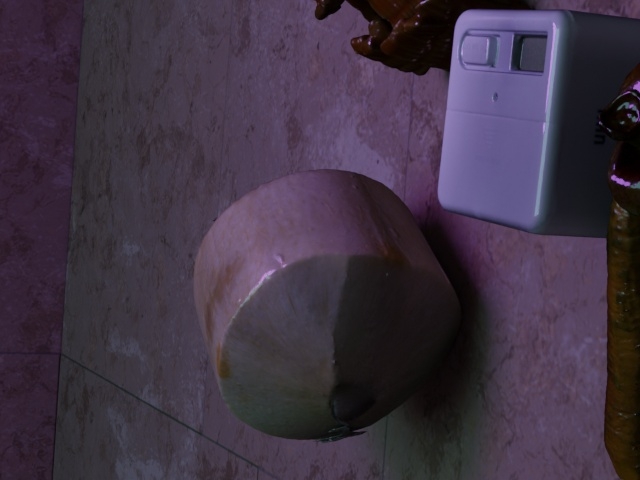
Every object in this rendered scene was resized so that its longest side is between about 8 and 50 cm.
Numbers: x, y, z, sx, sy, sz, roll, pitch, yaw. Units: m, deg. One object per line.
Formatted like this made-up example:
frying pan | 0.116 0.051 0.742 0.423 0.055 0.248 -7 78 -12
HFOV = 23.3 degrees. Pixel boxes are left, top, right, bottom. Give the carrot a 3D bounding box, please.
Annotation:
carrot | 0.276 0.076 1.361 0.066 0.066 0.314 -132 28 -57

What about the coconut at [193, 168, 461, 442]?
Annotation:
coconut | 0.005 0.079 1.806 0.323 0.323 0.323 -177 90 -66

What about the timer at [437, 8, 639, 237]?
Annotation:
timer | 0.240 -0.107 1.417 0.192 0.195 0.194 -161 76 -65

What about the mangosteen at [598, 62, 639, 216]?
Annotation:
mangosteen | 0.312 -0.068 1.189 0.211 0.250 0.211 -33 52 57

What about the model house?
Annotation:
model house | 0.105 -0.268 1.753 0.229 0.219 0.199 42 133 1
